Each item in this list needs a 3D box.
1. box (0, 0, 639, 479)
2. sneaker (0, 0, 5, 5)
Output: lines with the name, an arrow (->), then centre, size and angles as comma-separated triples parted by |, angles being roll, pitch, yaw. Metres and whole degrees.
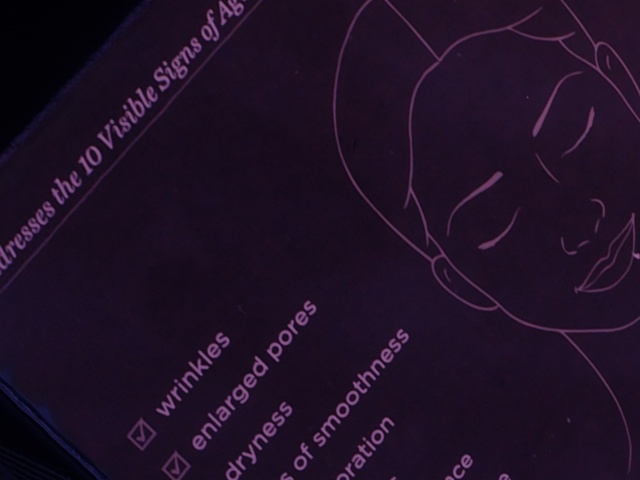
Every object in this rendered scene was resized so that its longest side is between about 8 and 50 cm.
box -> 0.000, 0.000, 1.297 | 0.480, 0.297, 0.472 | -49, 114, -16
sneaker -> -0.237, -0.141, 1.404 | 0.097, 0.135, 0.276 | 45, 74, -23
